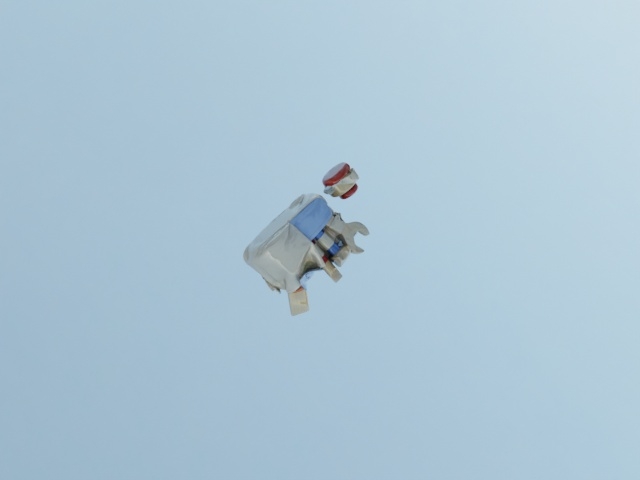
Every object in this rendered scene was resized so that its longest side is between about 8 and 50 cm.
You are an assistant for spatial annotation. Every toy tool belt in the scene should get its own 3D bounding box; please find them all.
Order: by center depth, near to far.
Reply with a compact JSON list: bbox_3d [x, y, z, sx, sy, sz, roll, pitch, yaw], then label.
[{"bbox_3d":[0.000,0.000,0.790,0.083,0.052,0.051,-44,-72,-12],"label":"toy tool belt"}]
